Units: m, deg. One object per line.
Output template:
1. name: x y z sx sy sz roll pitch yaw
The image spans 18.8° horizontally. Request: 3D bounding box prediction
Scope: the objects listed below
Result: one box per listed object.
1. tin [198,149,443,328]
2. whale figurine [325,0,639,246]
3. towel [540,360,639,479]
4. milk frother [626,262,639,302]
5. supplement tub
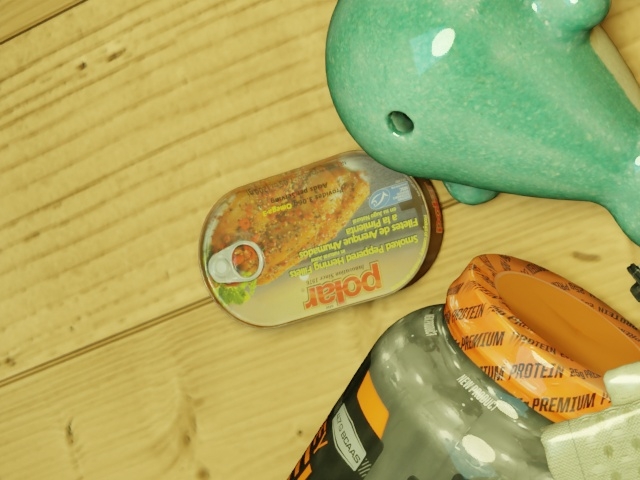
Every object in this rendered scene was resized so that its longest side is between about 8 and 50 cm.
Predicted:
1. tin: 0.000 0.000 1.378 0.190 0.040 0.106 -16 84 28
2. whale figurine: 0.123 -0.082 1.235 0.272 0.141 0.216 36 138 6
3. towel: 0.312 0.191 1.137 0.324 0.056 0.312 -17 108 6
4. milk frother: 0.276 0.020 1.206 0.135 0.129 0.143 -31 49 -6
5. supplement tub: 0.078 0.189 1.261 0.207 0.207 0.338 39 111 19
